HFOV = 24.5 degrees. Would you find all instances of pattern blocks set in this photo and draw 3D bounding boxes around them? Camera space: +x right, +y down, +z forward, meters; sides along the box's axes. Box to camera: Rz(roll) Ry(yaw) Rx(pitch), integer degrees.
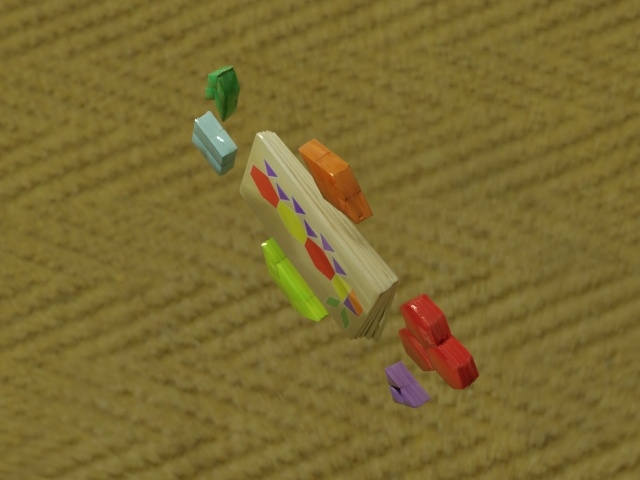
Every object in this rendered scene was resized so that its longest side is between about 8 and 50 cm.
[{"bbox_3d":[0.000,0.000,1.239,0.026,0.285,0.325,-34,87,-19],"label":"pattern blocks set"}]
